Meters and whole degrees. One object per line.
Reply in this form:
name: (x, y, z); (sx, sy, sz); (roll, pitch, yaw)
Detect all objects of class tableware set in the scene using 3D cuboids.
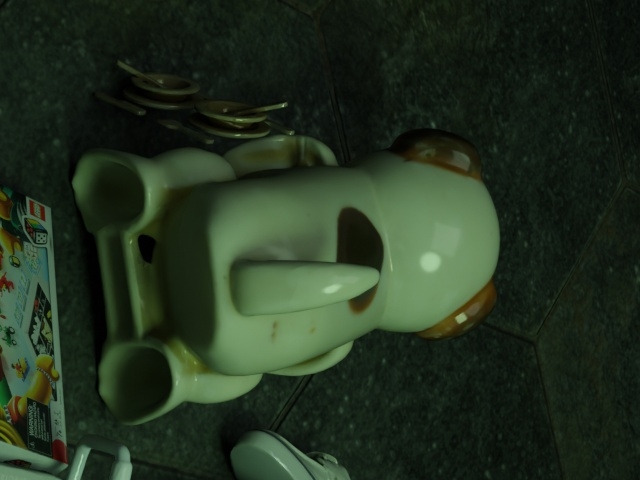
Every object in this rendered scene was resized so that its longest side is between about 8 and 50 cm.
tableware set: (-0.128, -0.149, 1.637); (0.128, 0.194, 0.039); (-10, 116, -45)

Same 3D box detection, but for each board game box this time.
board game box: (-0.327, 0.060, 1.421); (0.193, 0.053, 0.305); (28, 37, -40)

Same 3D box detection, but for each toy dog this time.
toy dog: (0.000, 0.000, 1.625); (0.408, 0.395, 0.285); (-10, 84, -36)

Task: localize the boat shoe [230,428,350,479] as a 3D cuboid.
boat shoe: (-0.005, 0.287, 1.788); (0.267, 0.096, 0.088); (50, 50, -31)

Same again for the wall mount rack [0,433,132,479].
wall mount rack: (-0.298, 0.287, 1.256); (0.350, 0.130, 0.304); (18, 85, -34)
